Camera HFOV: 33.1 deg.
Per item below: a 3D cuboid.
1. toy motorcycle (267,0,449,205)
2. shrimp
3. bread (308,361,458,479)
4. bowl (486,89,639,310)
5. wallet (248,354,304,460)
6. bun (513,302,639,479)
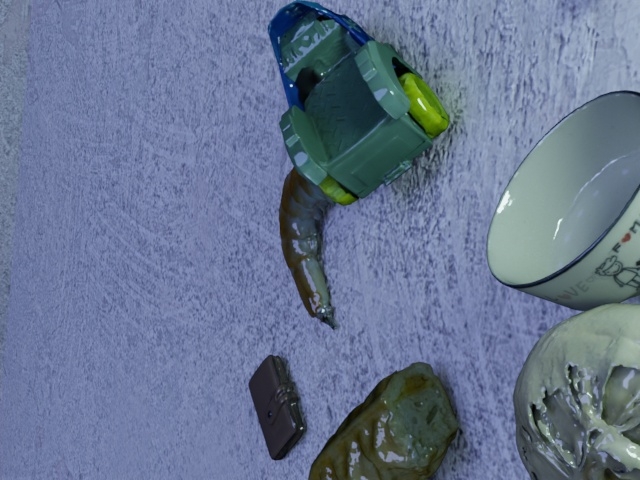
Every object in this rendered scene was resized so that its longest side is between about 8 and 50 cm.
[{"bbox_3d":[0.023,-0.227,1.503,0.191,0.200,0.326,-38,46,21],"label":"toy motorcycle"},{"bbox_3d":[-0.012,-0.024,1.684,0.185,0.068,0.287,34,117,52],"label":"shrimp"},{"bbox_3d":[0.076,0.291,1.467,0.268,0.130,0.152,-53,9,42],"label":"bread"},{"bbox_3d":[0.293,-0.025,1.106,0.238,0.126,0.238,-46,23,27],"label":"bowl"},{"bbox_3d":[-0.076,0.276,1.790,0.118,0.038,0.153,-56,42,42],"label":"wallet"},{"bbox_3d":[0.301,0.198,1.024,0.287,0.146,0.287,25,129,35],"label":"bun"}]
